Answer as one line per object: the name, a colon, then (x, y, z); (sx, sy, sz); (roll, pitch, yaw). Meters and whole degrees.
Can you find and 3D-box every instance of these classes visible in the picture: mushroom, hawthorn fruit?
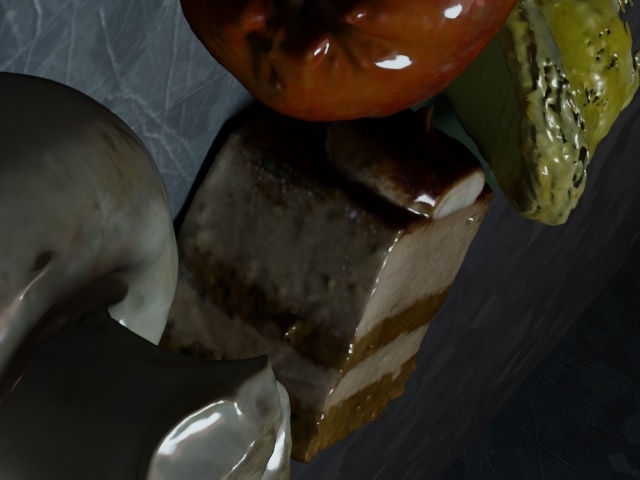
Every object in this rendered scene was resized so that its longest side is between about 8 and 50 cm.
mushroom: (-0.161, 0.078, 0.892); (0.297, 0.290, 0.297); (-49, 163, -21)
hawthorn fruit: (0.042, -0.213, 1.083); (0.299, 0.211, 0.211); (-60, 170, -33)

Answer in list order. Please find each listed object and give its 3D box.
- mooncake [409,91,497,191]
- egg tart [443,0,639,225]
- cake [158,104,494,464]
mooncake: (0.077, -0.077, 1.638); (0.104, 0.168, 0.175); (-24, 115, -45)
egg tart: (0.147, -0.162, 1.302); (0.120, 0.315, 0.315); (-22, 159, -5)
cake: (0.000, 0.000, 1.432); (0.196, 0.199, 0.293); (-22, 140, -55)
